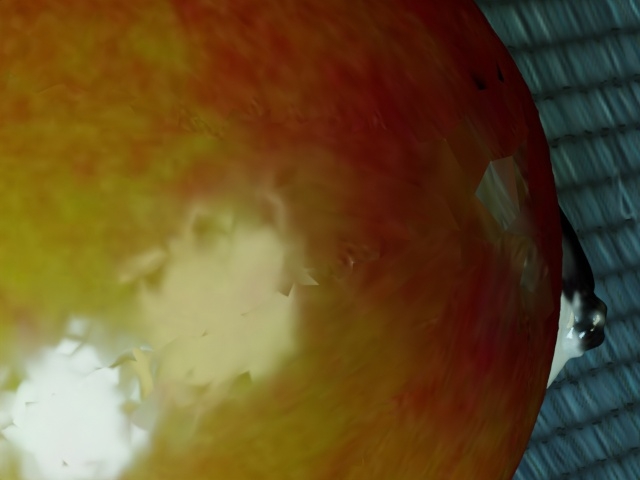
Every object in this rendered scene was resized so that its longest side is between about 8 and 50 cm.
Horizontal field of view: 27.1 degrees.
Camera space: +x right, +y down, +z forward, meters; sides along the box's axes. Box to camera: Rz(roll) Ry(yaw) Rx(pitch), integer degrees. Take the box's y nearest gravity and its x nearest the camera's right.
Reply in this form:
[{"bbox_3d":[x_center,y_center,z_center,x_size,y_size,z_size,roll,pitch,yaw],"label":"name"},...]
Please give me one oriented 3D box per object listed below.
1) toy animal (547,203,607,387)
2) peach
[{"bbox_3d":[0.005,0.006,0.651,0.235,0.165,0.187,34,106,-35],"label":"toy animal"},{"bbox_3d":[-0.048,-0.012,0.438,0.245,0.248,0.274,-12,82,8],"label":"peach"}]
